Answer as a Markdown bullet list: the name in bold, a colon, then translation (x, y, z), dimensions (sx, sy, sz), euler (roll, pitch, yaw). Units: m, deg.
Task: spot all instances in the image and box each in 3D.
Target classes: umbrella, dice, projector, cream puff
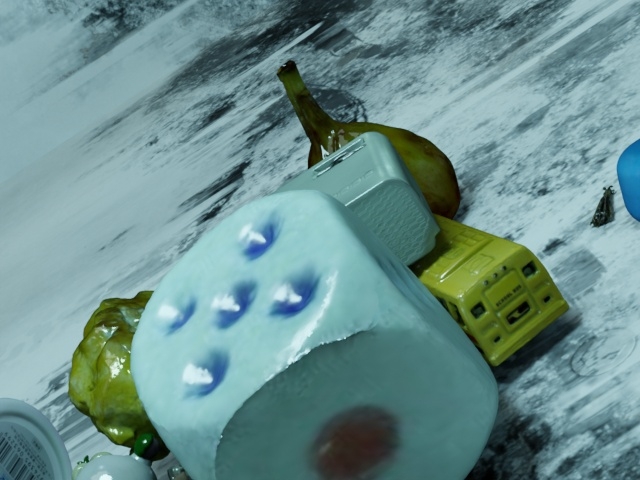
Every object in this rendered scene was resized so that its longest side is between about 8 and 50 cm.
- **umbrella**: translation (0.331, -0.040, 1.785), dimensions (0.083, 0.020, 0.031), euler (-67, 0, -53)
- **dice**: translation (-0.006, 0.131, 1.503), dimensions (0.265, 0.268, 0.262), euler (-43, 35, 7)
- **projector**: translation (0.000, 0.000, 1.721), dimensions (0.250, 0.108, 0.198), euler (-33, 19, 6)
- **cream puff**: translation (-0.161, 0.172, 1.764), dimensions (0.282, 0.185, 0.282), euler (8, 17, -2)

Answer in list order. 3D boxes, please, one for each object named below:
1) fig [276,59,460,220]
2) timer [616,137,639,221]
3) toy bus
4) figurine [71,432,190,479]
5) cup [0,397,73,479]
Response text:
- **fig**: translation (0.053, -0.113, 2.002), dimensions (0.191, 0.290, 0.190), euler (-32, -3, -2)
- **timer**: translation (0.475, -0.085, 1.460), dimensions (0.340, 0.115, 0.309), euler (-22, 13, -24)
- **toy bus**: translation (0.140, 0.045, 1.734), dimensions (0.121, 0.123, 0.335), euler (-39, 23, -12)
- **figurine**: translation (-0.184, 0.280, 1.626), dimensions (0.197, 0.147, 0.093), euler (8, -2, 2)
- **cup**: translation (-0.508, 0.326, 1.886), dimensions (0.371, 0.253, 0.253), euler (-18, 27, 32)
